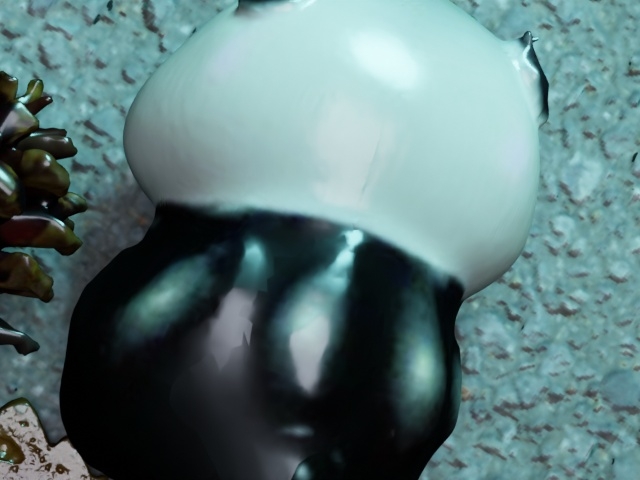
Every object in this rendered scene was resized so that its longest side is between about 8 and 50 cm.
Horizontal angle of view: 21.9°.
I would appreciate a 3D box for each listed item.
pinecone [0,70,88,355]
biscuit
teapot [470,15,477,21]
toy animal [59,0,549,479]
[{"bbox_3d":[-0.252,0.015,0.907,0.292,0.246,0.246,-42,96,-15],"label":"pinecone"},{"bbox_3d":[-0.177,0.167,1.025,0.130,0.019,0.119,27,88,-7],"label":"biscuit"},{"bbox_3d":[0.043,-0.145,1.034,0.110,0.043,0.043,23,89,-10],"label":"teapot"},{"bbox_3d":[0.000,0.000,0.944,0.250,0.251,0.310,18,96,-8],"label":"toy animal"}]
